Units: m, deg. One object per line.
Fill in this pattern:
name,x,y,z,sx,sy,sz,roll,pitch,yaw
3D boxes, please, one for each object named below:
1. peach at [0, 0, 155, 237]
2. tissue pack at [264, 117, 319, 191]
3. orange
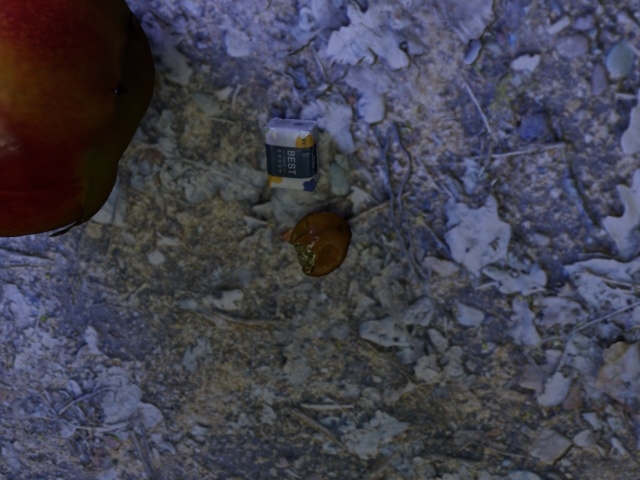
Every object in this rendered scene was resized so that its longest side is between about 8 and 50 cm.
peach,-0.378,-0.176,1.477,0.369,0.370,0.370,7,121,12
tissue pack,-0.035,-0.104,1.594,0.062,0.042,0.083,8,121,15
orange,0.000,0.000,1.633,0.086,0.062,0.086,-18,134,-19
